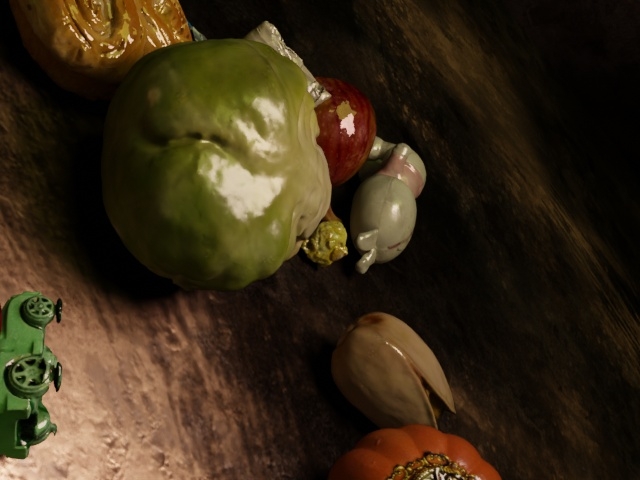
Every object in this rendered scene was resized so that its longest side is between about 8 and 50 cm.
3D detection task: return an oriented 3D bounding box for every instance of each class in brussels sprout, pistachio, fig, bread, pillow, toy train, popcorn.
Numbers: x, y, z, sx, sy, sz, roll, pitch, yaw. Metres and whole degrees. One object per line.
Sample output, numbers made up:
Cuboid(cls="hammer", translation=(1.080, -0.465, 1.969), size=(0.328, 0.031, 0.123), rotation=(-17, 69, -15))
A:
Cuboid(cls="brussels sprout", translation=(-0.109, -0.090, 1.045), size=(0.316, 0.243, 0.273), rotation=(-31, 98, -59))
Cuboid(cls="pistachio", translation=(0.100, 0.182, 1.232), size=(0.206, 0.131, 0.129), rotation=(46, 73, -21))
Cuboid(cls="fig", translation=(-0.001, -0.127, 1.353), size=(0.175, 0.175, 0.207), rotation=(13, 80, -52))
Cuboid(cls="bread", translation=(-0.258, -0.265, 1.104), size=(0.236, 0.120, 0.198), rotation=(3, 62, -56))
Cuboid(cls="pillow", translation=(-0.096, -0.183, 1.237), size=(0.134, 0.181, 0.078), rotation=(50, 4, -10))
Cuboid(cls="toy train", translation=(-0.260, 0.116, 0.790), size=(0.081, 0.099, 0.149), rotation=(1, 49, -17))
Cuboid(cls="popcorn", translation=(0.002, -0.001, 1.323), size=(0.083, 0.068, 0.059), rotation=(33, -14, 34))

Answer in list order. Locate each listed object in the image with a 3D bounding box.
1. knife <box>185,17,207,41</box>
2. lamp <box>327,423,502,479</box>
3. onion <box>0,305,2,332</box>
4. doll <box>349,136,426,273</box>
Cuboid(cls="knife", translation=(-0.207, -0.313, 1.323), size=(0.296, 0.026, 0.044), rotation=(52, 42, -13))
Cuboid(cls="lamp", translation=(0.107, 0.314, 1.048), size=(0.223, 0.196, 0.223), rotation=(6, 59, -9))
Cuboid(cls="onion", translation=(-0.312, 0.063, 0.723), size=(0.131, 0.131, 0.131), rotation=(37, 36, -33))
Cuboid(cls="doll", translation=(0.105, -0.060, 1.451), size=(0.275, 0.113, 0.155), rotation=(-81, 177, -50))
